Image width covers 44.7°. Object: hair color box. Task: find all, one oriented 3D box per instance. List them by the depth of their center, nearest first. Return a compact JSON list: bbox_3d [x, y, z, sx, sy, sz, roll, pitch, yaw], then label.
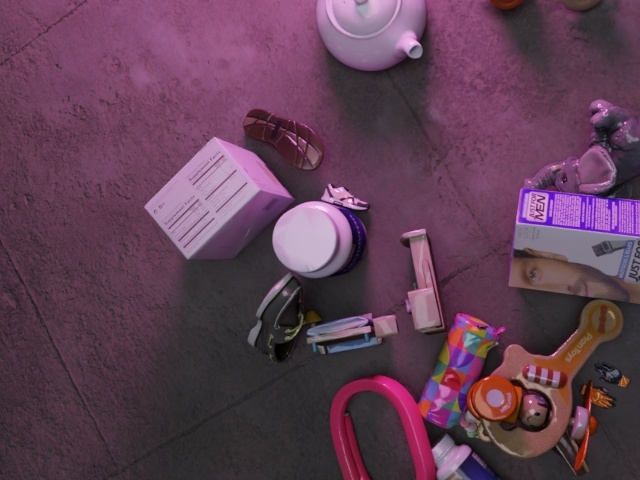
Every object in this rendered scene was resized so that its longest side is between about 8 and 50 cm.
[{"bbox_3d":[0.536,0.017,1.470,0.338,0.185,0.110,8,48,15],"label":"hair color box"}]

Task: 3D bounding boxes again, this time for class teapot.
[{"bbox_3d":[0.093,-0.481,1.597,0.255,0.187,0.253,2,89,15],"label":"teapot"}]

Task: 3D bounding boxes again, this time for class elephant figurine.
[{"bbox_3d":[0.537,-0.134,1.507,0.169,0.186,0.239,27,103,-13],"label":"elephant figurine"}]

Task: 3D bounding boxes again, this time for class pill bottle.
[{"bbox_3d":[0.000,0.000,1.570,0.153,0.264,0.153,0,89,14],"label":"pill bottle"},{"bbox_3d":[0.293,0.476,1.577,0.169,0.094,0.094,44,99,11],"label":"pill bottle"}]

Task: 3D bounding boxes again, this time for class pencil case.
[{"bbox_3d":[0.281,0.264,1.583,0.104,0.104,0.236,26,97,13],"label":"pencil case"}]

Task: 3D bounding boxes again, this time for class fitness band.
[{"bbox_3d":[0.128,0.423,1.604,0.209,0.054,0.291,-20,84,35],"label":"fitness band"}]

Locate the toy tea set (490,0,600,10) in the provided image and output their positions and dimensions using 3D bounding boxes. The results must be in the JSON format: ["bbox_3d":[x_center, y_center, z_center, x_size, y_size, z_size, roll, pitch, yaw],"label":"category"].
[{"bbox_3d":[0.467,-0.559,1.525,0.335,0.200,0.124,2,57,0],"label":"toy tea set"}]

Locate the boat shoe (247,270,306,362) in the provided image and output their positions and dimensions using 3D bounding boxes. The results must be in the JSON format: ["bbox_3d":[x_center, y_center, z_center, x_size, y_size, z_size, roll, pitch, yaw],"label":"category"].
[{"bbox_3d":[-0.076,0.162,1.591,0.091,0.305,0.109,40,60,10],"label":"boat shoe"}]

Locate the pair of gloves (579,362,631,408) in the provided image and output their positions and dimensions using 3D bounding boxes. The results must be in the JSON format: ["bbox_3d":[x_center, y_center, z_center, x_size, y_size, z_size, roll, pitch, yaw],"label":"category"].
[{"bbox_3d":[0.568,0.291,1.555,0.074,0.010,0.083,31,95,13],"label":"pair of gloves"}]

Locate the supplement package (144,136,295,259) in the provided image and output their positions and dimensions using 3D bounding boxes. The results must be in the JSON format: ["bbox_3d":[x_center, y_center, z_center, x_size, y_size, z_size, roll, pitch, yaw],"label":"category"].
[{"bbox_3d":[-0.200,-0.079,1.623,0.204,0.262,0.145,-43,81,9],"label":"supplement package"}]

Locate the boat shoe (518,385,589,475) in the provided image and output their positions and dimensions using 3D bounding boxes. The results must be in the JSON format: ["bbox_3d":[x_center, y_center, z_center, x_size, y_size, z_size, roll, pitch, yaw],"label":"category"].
[{"bbox_3d":[0.458,0.376,1.551,0.073,0.073,0.207,-28,75,7],"label":"boat shoe"}]

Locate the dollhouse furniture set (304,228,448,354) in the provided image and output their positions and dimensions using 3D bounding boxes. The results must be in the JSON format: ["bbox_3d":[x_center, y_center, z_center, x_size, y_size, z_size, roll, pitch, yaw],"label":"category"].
[{"bbox_3d":[0.081,0.107,1.545,0.303,0.286,0.198,-12,78,10],"label":"dollhouse furniture set"}]

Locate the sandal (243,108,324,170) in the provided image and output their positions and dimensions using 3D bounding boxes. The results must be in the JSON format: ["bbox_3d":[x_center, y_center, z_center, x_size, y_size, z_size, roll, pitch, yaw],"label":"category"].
[{"bbox_3d":[-0.076,-0.220,1.704,0.219,0.060,0.090,28,90,27],"label":"sandal"}]

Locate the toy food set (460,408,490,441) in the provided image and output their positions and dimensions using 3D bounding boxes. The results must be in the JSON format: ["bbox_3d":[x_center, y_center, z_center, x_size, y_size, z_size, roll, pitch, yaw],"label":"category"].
[{"bbox_3d":[0.329,0.370,1.608,0.082,0.020,0.083,14,93,14],"label":"toy food set"}]

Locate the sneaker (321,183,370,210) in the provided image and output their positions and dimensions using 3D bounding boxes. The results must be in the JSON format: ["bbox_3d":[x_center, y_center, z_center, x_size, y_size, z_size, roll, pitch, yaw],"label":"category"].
[{"bbox_3d":[0.056,-0.092,1.674,0.109,0.040,0.044,17,91,13],"label":"sneaker"}]

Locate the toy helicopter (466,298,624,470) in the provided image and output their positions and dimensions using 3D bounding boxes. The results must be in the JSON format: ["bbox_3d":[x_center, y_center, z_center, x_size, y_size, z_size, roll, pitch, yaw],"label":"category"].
[{"bbox_3d":[0.458,0.265,1.470,0.235,0.140,0.355,41,83,14],"label":"toy helicopter"}]
